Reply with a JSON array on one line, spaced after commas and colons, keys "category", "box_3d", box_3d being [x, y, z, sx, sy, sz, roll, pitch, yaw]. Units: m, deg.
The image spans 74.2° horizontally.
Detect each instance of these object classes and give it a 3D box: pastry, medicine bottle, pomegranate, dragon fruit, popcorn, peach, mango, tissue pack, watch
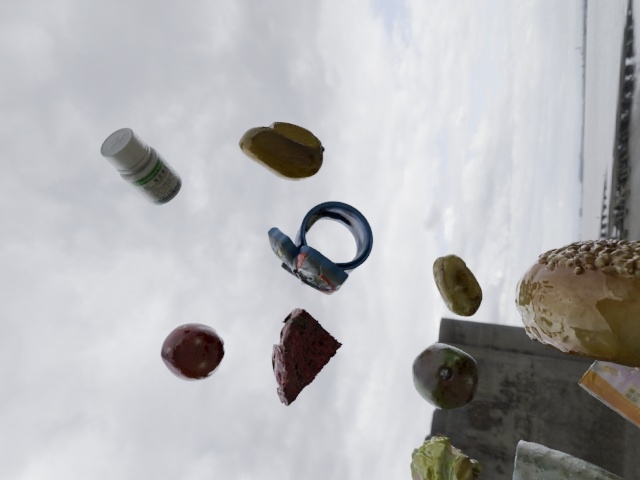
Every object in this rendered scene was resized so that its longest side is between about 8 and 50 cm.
[{"category": "pastry", "box_3d": [0.615, 0.125, 0.859, 0.410, 0.410, 0.244, 14, -97, -58]}, {"category": "medicine bottle", "box_3d": [-0.551, -0.227, 1.317, 0.237, 0.139, 0.139, 58, -136, -51]}, {"category": "pomegranate", "box_3d": [0.308, 0.342, 1.051, 0.205, 0.159, 0.159, 78, -151, -57]}, {"category": "dragon fruit", "box_3d": [-0.063, 0.410, 1.485, 0.302, 0.241, 0.330, 65, -144, -45]}, {"category": "popcorn", "box_3d": [0.225, 0.424, 0.749, 0.125, 0.126, 0.145, 58, -167, -29]}, {"category": "peach", "box_3d": [-0.405, 0.349, 1.336, 0.197, 0.198, 0.197, -4, -86, -58]}, {"category": "mango", "box_3d": [-0.113, -0.272, 1.284, 0.262, 0.167, 0.130, 20, -147, -23]}, {"category": "tissue pack", "box_3d": [0.840, 0.413, 1.104, 0.185, 0.225, 0.124, 23, -78, -39]}, {"category": "watch", "box_3d": [0.000, 0.000, 1.377, 0.274, 0.305, 0.241, -55, 2, -22]}]

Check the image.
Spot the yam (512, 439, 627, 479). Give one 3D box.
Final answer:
[{"category": "yam", "box_3d": [0.613, 0.592, 1.021, 0.133, 0.330, 0.133, 2, -94, -33]}]

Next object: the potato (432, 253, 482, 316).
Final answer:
[{"category": "potato", "box_3d": [0.348, 0.113, 1.074, 0.107, 0.080, 0.170, -23, -94, -27]}]
